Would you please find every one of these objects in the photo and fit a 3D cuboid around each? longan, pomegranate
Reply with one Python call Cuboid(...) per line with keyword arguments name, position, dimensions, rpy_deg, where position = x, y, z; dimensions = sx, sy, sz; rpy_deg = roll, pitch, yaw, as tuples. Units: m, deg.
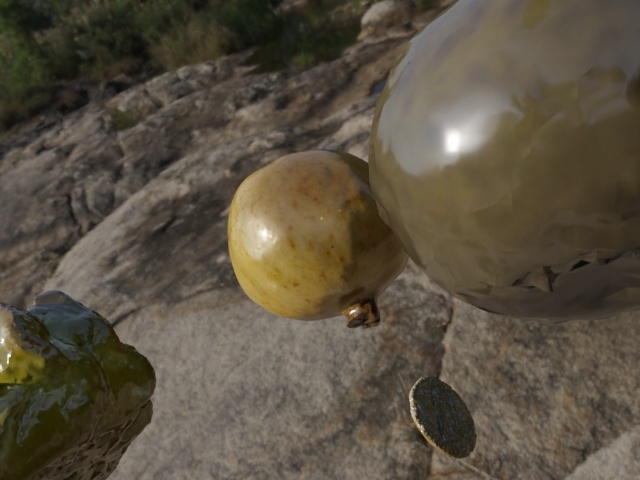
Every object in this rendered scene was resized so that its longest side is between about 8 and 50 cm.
Cuboid(name="longan", position=(0.261, -0.097, 0.738), dimensions=(0.404, 0.404, 0.435), rpy_deg=(-42, 23, -30))
Cuboid(name="pomegranate", position=(-0.003, -0.014, 1.045), dimensions=(0.307, 0.307, 0.307), rpy_deg=(-20, 26, 10))

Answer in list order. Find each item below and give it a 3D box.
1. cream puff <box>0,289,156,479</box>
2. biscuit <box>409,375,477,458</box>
Cuboid(name="cream puff", position=(-0.257, 0.154, 0.565), dimensions=(0.244, 0.196, 0.244), rpy_deg=(-36, 9, 6))
Cuboid(name="biscuit", position=(0.305, 0.439, 1.665), dimensions=(0.033, 0.219, 0.220), rpy_deg=(-45, 12, 35))
